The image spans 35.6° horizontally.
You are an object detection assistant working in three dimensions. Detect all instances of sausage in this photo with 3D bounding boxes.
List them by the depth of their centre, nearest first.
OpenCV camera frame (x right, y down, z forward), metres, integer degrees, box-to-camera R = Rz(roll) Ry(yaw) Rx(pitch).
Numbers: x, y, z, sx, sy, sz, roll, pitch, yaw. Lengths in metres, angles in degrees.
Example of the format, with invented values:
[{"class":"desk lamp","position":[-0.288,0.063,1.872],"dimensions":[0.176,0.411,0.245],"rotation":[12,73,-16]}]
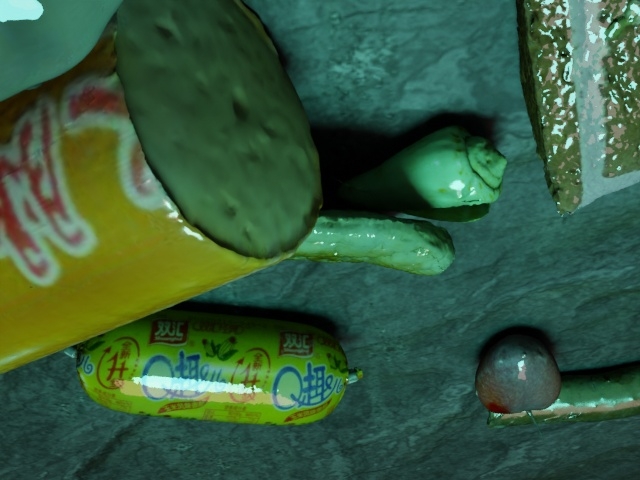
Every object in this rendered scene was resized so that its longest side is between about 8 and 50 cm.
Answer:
[{"class":"sausage","position":[-0.176,-0.045,0.750],"dimensions":[0.287,0.233,0.233],"rotation":[-22,143,26]},{"class":"sausage","position":[-0.118,0.145,1.139],"dimensions":[0.347,0.123,0.123],"rotation":[6,146,-13]}]

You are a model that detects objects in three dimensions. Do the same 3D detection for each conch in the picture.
[{"class":"conch","position":[0.098,-0.051,0.910],"dimensions":[0.170,0.079,0.106],"rotation":[-8,146,36]}]

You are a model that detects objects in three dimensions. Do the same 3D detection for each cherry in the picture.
[{"class":"cherry","position":[0.249,0.167,1.240],"dimensions":[0.106,0.087,0.126],"rotation":[9,127,-6]}]

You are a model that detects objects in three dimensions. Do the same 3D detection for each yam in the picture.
[{"class":"yam","position":[0.377,0.205,1.327],"dimensions":[0.317,0.067,0.071],"rotation":[-7,160,8]}]

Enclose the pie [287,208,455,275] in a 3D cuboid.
[{"class":"pie","position":[0.000,0.000,0.900],"dimensions":[0.240,0.054,0.240],"rotation":[2,180,0]}]

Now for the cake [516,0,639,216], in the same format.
[{"class":"cake","position":[0.203,-0.166,0.744],"dimensions":[0.115,0.113,0.295],"rotation":[-11,135,3]}]

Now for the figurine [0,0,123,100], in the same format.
[{"class":"figurine","position":[-0.235,-0.128,0.499],"dimensions":[0.248,0.381,0.203],"rotation":[42,160,-30]}]
